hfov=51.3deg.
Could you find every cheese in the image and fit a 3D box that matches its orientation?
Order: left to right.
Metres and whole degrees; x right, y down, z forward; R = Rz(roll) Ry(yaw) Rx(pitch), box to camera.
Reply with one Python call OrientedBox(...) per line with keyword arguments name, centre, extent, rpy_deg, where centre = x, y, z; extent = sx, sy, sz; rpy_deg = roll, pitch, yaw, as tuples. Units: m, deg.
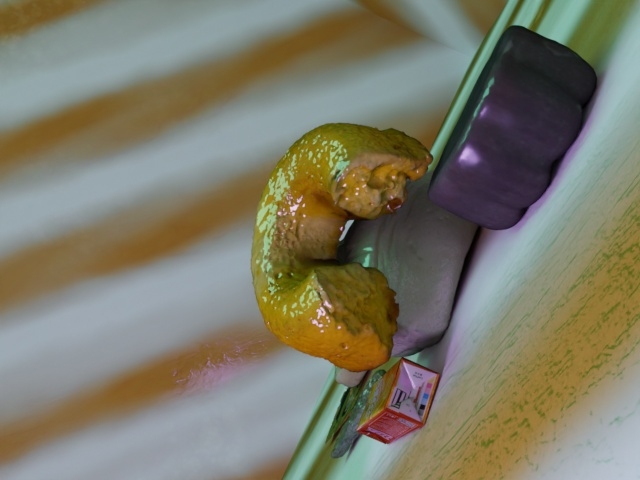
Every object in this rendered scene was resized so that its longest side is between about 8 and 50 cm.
OrientedBox(name="cheese", centre=(0.121, 0.312, 2.002), extent=(0.263, 0.093, 0.159), rpy_deg=(-63, -1, -33))

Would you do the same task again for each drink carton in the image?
OrientedBox(name="drink carton", centre=(0.128, 0.281, 1.145), extent=(0.223, 0.071, 0.096), rpy_deg=(112, -178, -65))

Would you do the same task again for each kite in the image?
OrientedBox(name="kite", centre=(0.101, 0.464, 2.044), extent=(0.377, 0.013, 0.327), rpy_deg=(-62, -1, 1))

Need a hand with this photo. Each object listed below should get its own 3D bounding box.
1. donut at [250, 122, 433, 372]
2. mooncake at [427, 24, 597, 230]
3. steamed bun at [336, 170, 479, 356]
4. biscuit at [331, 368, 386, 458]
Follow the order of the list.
OrientedBox(name="donut", centre=(0.000, 0.000, 1.174), extent=(0.377, 0.163, 0.435), rpy_deg=(-8, 71, 57))
OrientedBox(name="mooncake", centre=(0.287, -0.168, 1.026), extent=(0.306, 0.154, 0.306), rpy_deg=(25, -90, -90))
OrientedBox(name="steamed bun", centre=(0.160, 0.022, 1.315), extent=(0.383, 0.236, 0.247), rpy_deg=(-67, 6, -27))
OrientedBox(name="biscuit", centre=(0.105, 0.397, 1.596), extent=(0.290, 0.038, 0.141), rpy_deg=(-64, -1, 35))
